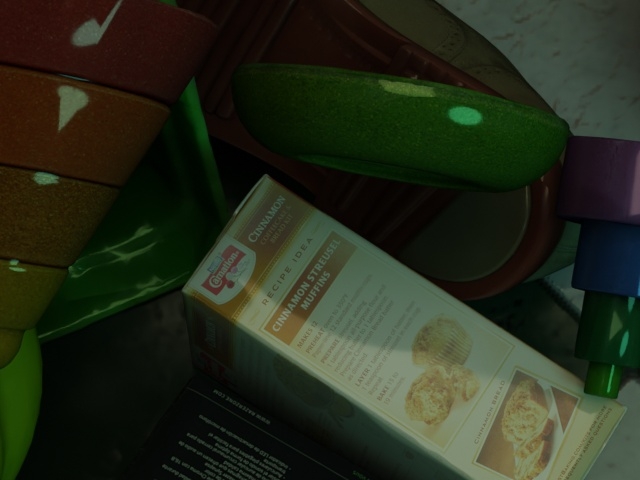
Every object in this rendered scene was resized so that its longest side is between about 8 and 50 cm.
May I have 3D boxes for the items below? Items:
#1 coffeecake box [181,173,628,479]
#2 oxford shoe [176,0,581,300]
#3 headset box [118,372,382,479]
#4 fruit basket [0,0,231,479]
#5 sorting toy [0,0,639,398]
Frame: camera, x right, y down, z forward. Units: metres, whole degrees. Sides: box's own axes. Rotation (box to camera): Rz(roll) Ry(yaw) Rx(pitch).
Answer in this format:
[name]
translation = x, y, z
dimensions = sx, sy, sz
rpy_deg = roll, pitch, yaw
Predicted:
[coffeecake box]
translation = 0.032, 0.066, 0.770
dimensions = 0.185, 0.142, 0.068
rpy_deg = 33, 74, 7
[oxford shoe]
translation = 0.001, -0.095, 0.845
dimensions = 0.348, 0.130, 0.123
rpy_deg = 47, 114, 22
[headset box]
translation = -0.026, 0.243, 0.681
dimensions = 0.246, 0.131, 0.283
rpy_deg = 28, 57, 8
[fruit basket]
translation = -0.208, 0.028, 0.700
dimensions = 0.392, 0.283, 0.392
rpy_deg = -2, 60, 4
[sorting toy]
translation = 0.000, 0.000, 0.610
dimensions = 0.365, 0.127, 0.126
rpy_deg = 11, 88, -33
